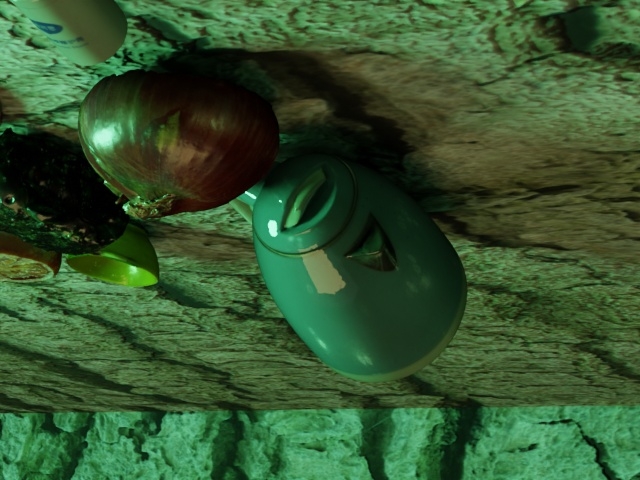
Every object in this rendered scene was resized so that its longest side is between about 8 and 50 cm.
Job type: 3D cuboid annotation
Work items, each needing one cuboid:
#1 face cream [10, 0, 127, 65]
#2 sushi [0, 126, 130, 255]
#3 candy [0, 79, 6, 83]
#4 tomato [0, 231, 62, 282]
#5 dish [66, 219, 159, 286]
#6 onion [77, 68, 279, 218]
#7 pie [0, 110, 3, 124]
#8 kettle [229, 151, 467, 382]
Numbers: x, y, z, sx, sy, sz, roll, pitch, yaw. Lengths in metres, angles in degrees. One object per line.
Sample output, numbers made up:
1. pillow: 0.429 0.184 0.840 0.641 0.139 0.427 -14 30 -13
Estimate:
1. face cream: -0.261 -0.250 1.074 0.077 0.077 0.250 0 160 16
2. sushi: -0.367 -0.063 1.580 0.225 0.124 0.127 28 151 -36
3. candy: -0.413 -0.191 1.382 0.083 0.023 0.025 4 147 -18
4. tomato: -0.528 -0.001 1.852 0.236 0.095 0.237 3 164 1
5. dish: -0.325 0.013 1.858 0.148 0.080 0.208 7 163 6
6. onion: -0.163 -0.112 1.358 0.248 0.161 0.248 -8 178 0
7. pie: -0.470 -0.159 1.457 0.153 0.038 0.153 4 163 1
8. kettle: 0.000 0.000 1.551 0.319 0.247 0.342 24 166 34
